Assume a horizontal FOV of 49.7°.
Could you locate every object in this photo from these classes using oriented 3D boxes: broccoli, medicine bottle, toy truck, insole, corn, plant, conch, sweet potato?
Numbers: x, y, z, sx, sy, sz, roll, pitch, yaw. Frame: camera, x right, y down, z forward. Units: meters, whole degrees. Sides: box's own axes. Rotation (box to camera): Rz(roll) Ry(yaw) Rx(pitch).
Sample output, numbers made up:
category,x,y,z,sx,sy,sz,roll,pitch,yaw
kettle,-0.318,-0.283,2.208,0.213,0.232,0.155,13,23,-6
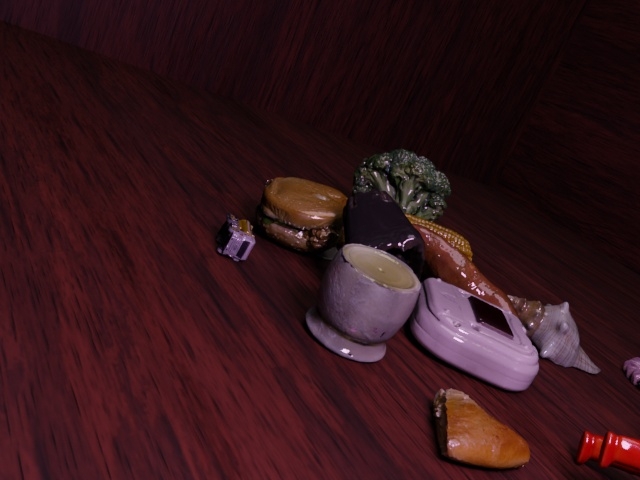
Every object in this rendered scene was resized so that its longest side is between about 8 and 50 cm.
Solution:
category,x,y,z,sx,sy,sz,roll,pitch,yaw
broccoli,0.202,-0.104,1.824,0.270,0.270,0.270,23,49,-4
medicine bottle,0.065,0.097,1.077,0.147,0.143,0.147,21,22,-9
toy truck,-0.151,-0.006,1.259,0.063,0.052,0.123,26,13,-18
insole,0.000,-0.001,1.542,0.080,0.003,0.232,21,16,-12
corn,0.188,-0.001,1.598,0.345,0.131,0.131,17,18,-20
plant,0.113,0.030,1.260,0.142,0.164,0.256,-6,57,-2
conch,0.493,0.192,1.464,0.234,0.114,0.137,39,34,26
sweet potato,0.310,0.095,1.484,0.354,0.095,0.106,48,10,21

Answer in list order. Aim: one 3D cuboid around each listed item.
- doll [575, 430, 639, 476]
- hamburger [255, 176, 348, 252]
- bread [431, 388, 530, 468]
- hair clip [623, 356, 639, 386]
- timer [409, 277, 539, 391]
category,x,y,z,sx,sy,sz,roll,pitch,yaw
doll,0.561,0.345,0.946,0.384,0.099,0.188,14,-13,13
hamburger,-0.039,-0.045,1.425,0.190,0.122,0.215,12,22,-14
bread,0.197,0.259,0.925,0.154,0.054,0.136,30,20,28
hair clip,0.833,0.342,1.537,0.301,0.069,0.173,27,17,10
timer,0.279,0.163,1.275,0.237,0.087,0.262,24,16,-3
